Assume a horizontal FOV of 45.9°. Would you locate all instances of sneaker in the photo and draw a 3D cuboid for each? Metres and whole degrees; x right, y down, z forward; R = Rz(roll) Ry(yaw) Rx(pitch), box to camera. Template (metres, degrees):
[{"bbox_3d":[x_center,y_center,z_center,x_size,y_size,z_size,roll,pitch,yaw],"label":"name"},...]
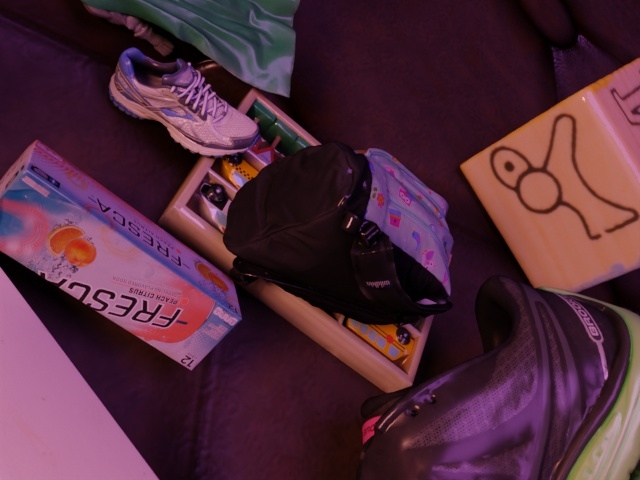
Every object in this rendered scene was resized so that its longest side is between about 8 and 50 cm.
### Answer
[{"bbox_3d":[-0.112,-0.116,0.625,0.135,0.058,0.052,23,50,-1],"label":"sneaker"},{"bbox_3d":[0.095,0.221,0.580,0.202,0.185,0.482,30,55,14],"label":"sneaker"}]

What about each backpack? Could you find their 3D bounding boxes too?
[{"bbox_3d":[0.033,-0.001,0.604,0.182,0.152,0.115,30,61,-39],"label":"backpack"}]

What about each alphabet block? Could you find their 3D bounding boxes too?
[{"bbox_3d":[0.321,-0.071,0.892,0.193,0.192,0.197,-29,88,-46],"label":"alphabet block"}]

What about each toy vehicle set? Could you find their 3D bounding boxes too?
[{"bbox_3d":[0.000,0.000,0.698,0.267,0.035,0.166,38,49,-17],"label":"toy vehicle set"}]

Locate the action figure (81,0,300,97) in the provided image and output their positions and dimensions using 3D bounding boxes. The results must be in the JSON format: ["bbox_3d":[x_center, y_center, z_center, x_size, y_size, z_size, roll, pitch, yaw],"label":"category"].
[{"bbox_3d":[-0.135,-0.215,0.685,0.232,0.063,0.137,13,61,-26],"label":"action figure"}]

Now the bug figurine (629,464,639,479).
[{"bbox_3d":[0.378,0.218,0.865,0.279,0.072,0.216,-14,77,-43],"label":"bug figurine"}]

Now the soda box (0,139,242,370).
[{"bbox_3d":[-0.143,0.014,0.531,0.183,0.058,0.063,38,13,-26],"label":"soda box"}]

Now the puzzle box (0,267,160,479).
[{"bbox_3d":[-0.222,0.183,0.413,0.408,0.052,0.272,54,46,-2],"label":"puzzle box"}]
